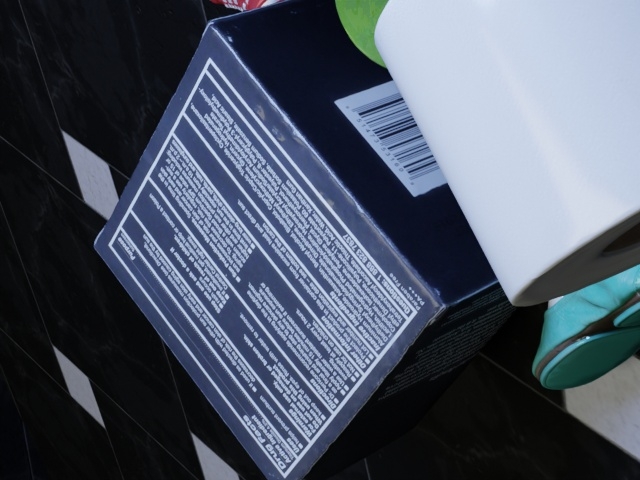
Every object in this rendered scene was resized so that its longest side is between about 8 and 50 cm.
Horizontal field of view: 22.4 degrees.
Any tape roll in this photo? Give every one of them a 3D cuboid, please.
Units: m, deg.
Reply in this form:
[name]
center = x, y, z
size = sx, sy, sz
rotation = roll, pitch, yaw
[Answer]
[tape roll]
center = 0.173, -0.093, 0.872
size = 0.169, 0.246, 0.246
rotation = 63, 158, 12

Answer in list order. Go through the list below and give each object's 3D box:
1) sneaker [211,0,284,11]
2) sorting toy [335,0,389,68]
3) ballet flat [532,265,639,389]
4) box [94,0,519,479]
[sneaker]
center = -0.063, -0.217, 1.465
size = 0.067, 0.042, 0.118
rotation = 64, 154, -4
[sorting toy]
center = 0.061, -0.200, 1.198
size = 0.365, 0.127, 0.126
rotation = 61, 180, 0
[ballet flat]
center = 0.216, 0.035, 1.197
size = 0.247, 0.083, 0.087
rotation = 121, 139, -64
[box]
center = 0.000, 0.000, 1.341
size = 0.296, 0.183, 0.294
rotation = 52, 136, 16
